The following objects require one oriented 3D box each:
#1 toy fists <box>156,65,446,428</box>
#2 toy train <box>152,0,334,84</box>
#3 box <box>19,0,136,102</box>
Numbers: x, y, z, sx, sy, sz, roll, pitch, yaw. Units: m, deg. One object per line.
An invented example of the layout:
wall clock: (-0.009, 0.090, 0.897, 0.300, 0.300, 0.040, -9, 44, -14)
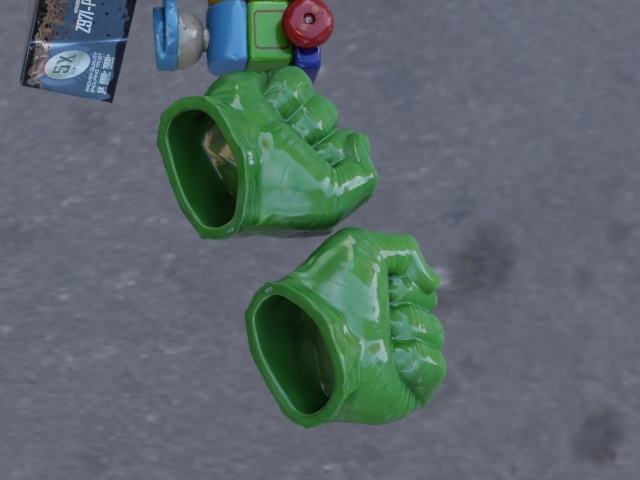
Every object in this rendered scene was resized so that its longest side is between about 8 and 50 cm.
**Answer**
toy fists: (0.000, 0.000, 1.424, 0.142, 0.096, 0.279, -11, 70, -51)
toy train: (-0.069, -0.250, 1.637, 0.143, 0.105, 0.248, -1, 77, -8)
box: (-0.189, -0.221, 1.611, 0.077, 0.180, 0.147, 10, 121, -11)
